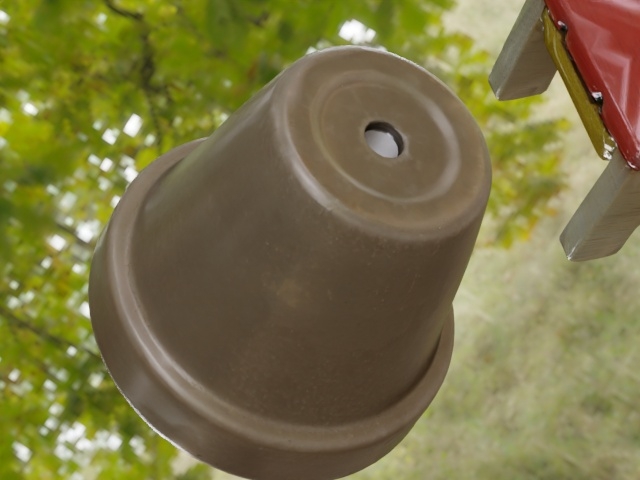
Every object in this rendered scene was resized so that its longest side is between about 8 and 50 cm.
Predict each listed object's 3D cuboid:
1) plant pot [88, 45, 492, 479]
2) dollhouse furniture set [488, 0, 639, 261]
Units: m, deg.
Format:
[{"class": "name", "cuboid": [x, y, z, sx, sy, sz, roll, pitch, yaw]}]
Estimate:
[{"class": "plant pot", "cuboid": [0.000, 0.000, 0.994, 0.263, 0.263, 0.229, -47, -4, -40]}, {"class": "dollhouse furniture set", "cuboid": [0.231, 0.022, 0.528, 0.201, 0.374, 0.152, -12, -30, -16]}]
